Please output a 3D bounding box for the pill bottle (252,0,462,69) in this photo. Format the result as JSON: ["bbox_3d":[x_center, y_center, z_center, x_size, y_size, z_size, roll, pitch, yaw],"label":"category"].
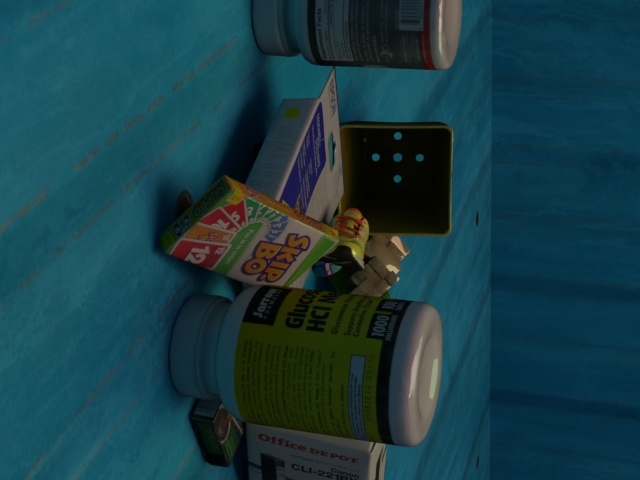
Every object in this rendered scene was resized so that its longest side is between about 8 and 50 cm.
[{"bbox_3d":[0.056,-0.336,1.618,0.161,0.283,0.161,5,90,-73],"label":"pill bottle"}]

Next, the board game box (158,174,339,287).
[{"bbox_3d":[-0.083,0.001,1.448,0.259,0.124,0.039,23,30,-54],"label":"board game box"}]

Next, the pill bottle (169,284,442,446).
[{"bbox_3d":[-0.019,0.157,1.447,0.188,0.334,0.188,5,90,-73],"label":"pill bottle"}]

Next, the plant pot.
[{"bbox_3d":[0.145,-0.138,2.118,0.187,0.212,0.212,-74,164,-71],"label":"plant pot"}]

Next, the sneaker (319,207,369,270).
[{"bbox_3d":[0.039,-0.007,1.754,0.208,0.081,0.094,-77,-179,-86],"label":"sneaker"}]

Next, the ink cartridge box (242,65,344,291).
[{"bbox_3d":[-0.044,-0.058,1.660,0.303,0.072,0.307,84,21,-53],"label":"ink cartridge box"}]

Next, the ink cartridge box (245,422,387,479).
[{"bbox_3d":[-0.004,0.341,1.702,0.114,0.197,0.273,-67,164,-44],"label":"ink cartridge box"}]

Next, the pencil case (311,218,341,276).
[{"bbox_3d":[0.000,0.000,1.899,0.151,0.064,0.070,70,7,-52],"label":"pencil case"}]

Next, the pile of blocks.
[{"bbox_3d":[0.075,0.047,2.129,0.112,0.149,0.362,49,14,-2],"label":"pile of blocks"}]

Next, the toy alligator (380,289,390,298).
[{"bbox_3d":[0.109,0.131,2.296,0.190,0.051,0.056,-44,136,-64],"label":"toy alligator"}]

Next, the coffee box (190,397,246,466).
[{"bbox_3d":[-0.129,0.222,1.600,0.184,0.040,0.113,-67,156,-43],"label":"coffee box"}]

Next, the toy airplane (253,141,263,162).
[{"bbox_3d":[-0.074,-0.092,1.702,0.151,0.028,0.151,7,90,-73],"label":"toy airplane"}]
